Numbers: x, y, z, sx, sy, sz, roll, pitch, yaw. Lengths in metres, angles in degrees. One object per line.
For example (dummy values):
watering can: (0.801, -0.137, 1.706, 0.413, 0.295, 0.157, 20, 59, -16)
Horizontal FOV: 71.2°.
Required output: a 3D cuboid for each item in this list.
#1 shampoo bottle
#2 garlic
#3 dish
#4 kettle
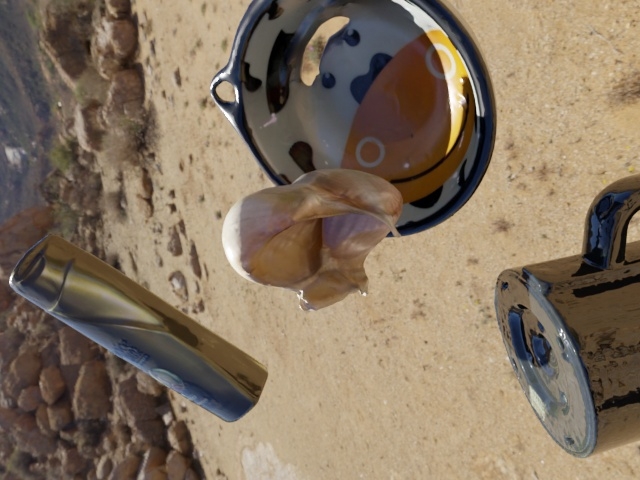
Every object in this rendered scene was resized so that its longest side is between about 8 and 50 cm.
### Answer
shampoo bottle: (-0.239, 0.125, 0.613, 0.350, 0.084, 0.125, 38, 129, -15)
garlic: (-0.002, -0.013, 0.407, 0.124, 0.175, 0.099, 58, 144, 29)
dish: (0.047, -0.147, 0.465, 0.303, 0.120, 0.303, 20, 135, 21)
kettle: (0.371, 0.059, 0.485, 0.203, 0.308, 0.262, 51, -157, -84)
